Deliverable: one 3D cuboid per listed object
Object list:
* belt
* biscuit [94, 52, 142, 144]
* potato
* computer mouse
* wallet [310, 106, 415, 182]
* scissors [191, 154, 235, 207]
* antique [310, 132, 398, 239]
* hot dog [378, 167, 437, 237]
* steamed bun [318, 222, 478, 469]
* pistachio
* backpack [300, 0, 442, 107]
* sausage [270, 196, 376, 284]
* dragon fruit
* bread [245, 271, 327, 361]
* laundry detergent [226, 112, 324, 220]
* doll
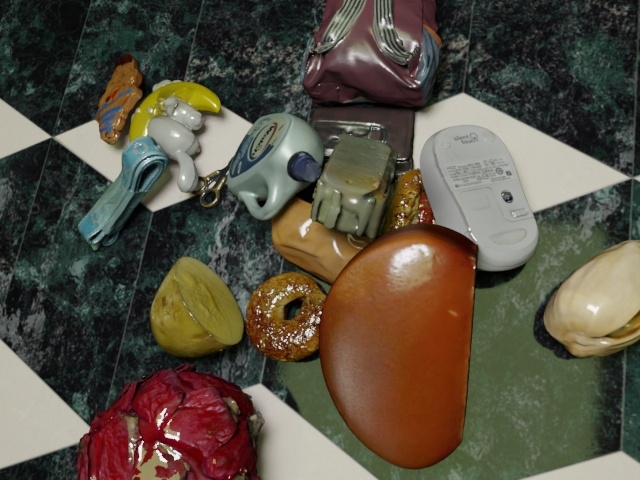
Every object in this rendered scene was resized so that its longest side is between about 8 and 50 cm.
[{"bbox_3d":[-0.438,-0.098,1.160,0.072,0.087,0.302,49,114,14],"label":"belt"},{"bbox_3d":[-0.483,-0.349,1.273,0.183,0.043,0.280,-20,60,32],"label":"biscuit"},{"bbox_3d":[-0.267,0.161,1.070,0.158,0.178,0.203,-42,85,17],"label":"potato"},{"bbox_3d":[0.298,-0.075,1.012,0.184,0.121,0.297,-16,68,-13],"label":"computer mouse"},{"bbox_3d":[0.086,-0.206,1.136,0.229,0.049,0.182,2,74,12],"label":"wallet"},{"bbox_3d":[-0.202,-0.170,1.208,0.220,0.017,0.088,-45,68,-1],"label":"scissors"},{"bbox_3d":[0.062,-0.089,0.968,0.125,0.284,0.150,14,113,5],"label":"antique"},{"bbox_3d":[0.181,-0.022,1.042,0.131,0.069,0.253,14,76,-17],"label":"hot dog"},{"bbox_3d":[0.127,0.160,0.892,0.248,0.235,0.380,5,102,16],"label":"steamed bun"},{"bbox_3d":[0.495,0.100,0.920,0.229,0.157,0.157,-42,71,-13],"label":"pistachio"},{"bbox_3d":[0.117,-0.440,1.108,0.283,0.197,0.317,9,77,17],"label":"backpack"},{"bbox_3d":[0.000,0.000,1.059,0.241,0.120,0.136,30,96,25],"label":"sausage"},{"bbox_3d":[-0.263,0.383,0.931,0.329,0.329,0.329,-3,75,12],"label":"dragon fruit"},{"bbox_3d":[-0.066,0.151,1.057,0.193,0.064,0.193,-9,66,20],"label":"bread"},{"bbox_3d":[-0.082,-0.142,1.048,0.215,0.105,0.280,-59,32,3],"label":"laundry detergent"},{"bbox_3d":[-0.335,-0.250,1.209,0.252,0.111,0.237,25,82,24],"label":"doll"}]
